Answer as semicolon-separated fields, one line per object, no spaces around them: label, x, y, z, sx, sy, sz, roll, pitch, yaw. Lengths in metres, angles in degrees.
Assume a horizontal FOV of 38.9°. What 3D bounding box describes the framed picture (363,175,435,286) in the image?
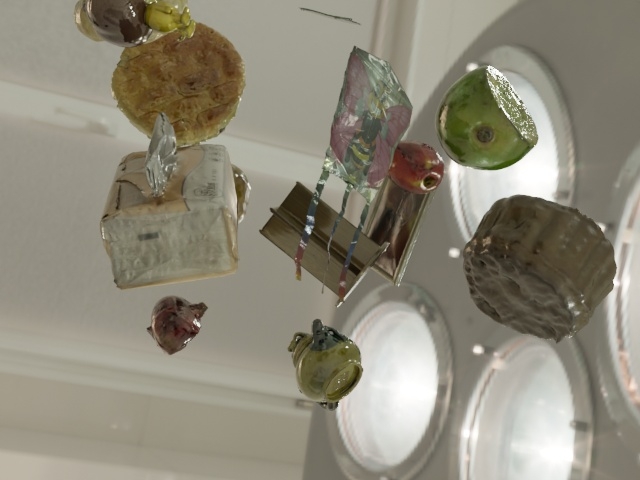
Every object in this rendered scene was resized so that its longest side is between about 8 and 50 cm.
framed picture;0.195;-0.051;2.386;0.211;0.020;0.289;36;-70;55

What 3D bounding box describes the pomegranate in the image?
pomegranate;0.295;-0.240;1.724;0.159;0.190;0.240;-29;-120;30

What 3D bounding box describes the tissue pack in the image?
tissue pack;-0.257;-0.085;1.567;0.305;0.239;0.238;-101;-152;-66

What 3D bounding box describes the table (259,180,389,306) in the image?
table;0.000;0.000;1.831;0.167;0.227;0.167;-50;174;-7

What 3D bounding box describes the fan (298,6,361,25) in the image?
fan;0.025;-0.384;1.561;0.175;0.113;0.005;-137;-120;-67

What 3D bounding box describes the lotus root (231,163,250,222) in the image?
lotus root;-0.263;-0.125;2.434;0.314;0.142;0.169;98;2;-76

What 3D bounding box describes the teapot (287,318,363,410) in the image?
teapot;0.000;0.301;2.205;0.182;0.173;0.269;40;-37;34

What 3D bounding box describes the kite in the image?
kite;0.045;-0.097;1.324;0.022;0.204;0.360;10;-105;36

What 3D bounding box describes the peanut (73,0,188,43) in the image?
peanut;-0.360;-0.438;1.732;0.129;0.224;0.129;-2;90;-76

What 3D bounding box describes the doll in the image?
doll;-0.304;-0.374;1.518;0.145;0.188;0.096;143;-41;-70

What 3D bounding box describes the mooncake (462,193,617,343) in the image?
mooncake;0.463;0.066;1.969;0.187;0.324;0.324;-48;-177;-26

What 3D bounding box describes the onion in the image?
onion;-0.355;0.185;2.195;0.151;0.098;0.206;-43;-161;-3

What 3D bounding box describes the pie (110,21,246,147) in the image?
pie;-0.334;-0.377;2.170;0.083;0.340;0.339;91;4;-69

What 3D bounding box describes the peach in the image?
peach;0.226;-0.191;2.220;0.172;0.127;0.092;44;-36;29
